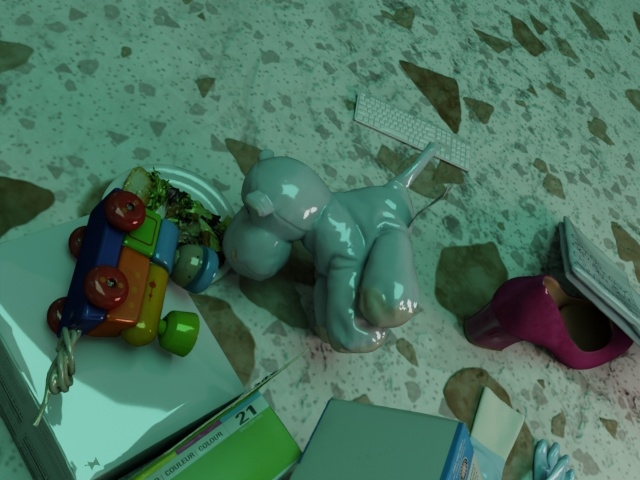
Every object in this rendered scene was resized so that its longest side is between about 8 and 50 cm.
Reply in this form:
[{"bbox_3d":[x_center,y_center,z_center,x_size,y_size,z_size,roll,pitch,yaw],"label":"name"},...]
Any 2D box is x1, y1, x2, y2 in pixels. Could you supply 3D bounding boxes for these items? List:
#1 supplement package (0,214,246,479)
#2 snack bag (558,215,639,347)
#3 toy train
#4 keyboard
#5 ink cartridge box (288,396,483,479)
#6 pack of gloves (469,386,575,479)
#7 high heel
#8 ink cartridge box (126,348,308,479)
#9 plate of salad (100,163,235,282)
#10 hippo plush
[{"bbox_3d":[-0.250,0.123,0.793,0.204,0.145,0.262,-24,76,-39],"label":"supplement package"},{"bbox_3d":[0.553,0.117,1.268,0.342,0.037,0.323,44,22,0],"label":"snack bag"},{"bbox_3d":[-0.184,0.082,0.705,0.143,0.105,0.248,27,50,-31],"label":"toy train"},{"bbox_3d":[0.178,-0.204,1.345,0.255,0.014,0.072,21,53,-18],"label":"keyboard"},{"bbox_3d":[0.082,0.322,0.785,0.171,0.168,0.233,-60,140,-39],"label":"ink cartridge box"},{"bbox_3d":[0.291,0.352,1.042,0.195,0.046,0.232,40,49,-5],"label":"pack of gloves"},{"bbox_3d":[0.432,0.128,1.177,0.377,0.181,0.127,2,60,-30],"label":"high heel"},{"bbox_3d":[-0.104,0.236,0.735,0.188,0.255,0.097,-30,79,-40],"label":"ink cartridge box"},{"bbox_3d":[-0.200,-0.026,0.982,0.199,0.048,0.200,16,54,-23],"label":"plate of salad"},{"bbox_3d":[0.000,0.000,0.934,0.236,0.294,0.234,21,31,-19],"label":"hippo plush"}]
